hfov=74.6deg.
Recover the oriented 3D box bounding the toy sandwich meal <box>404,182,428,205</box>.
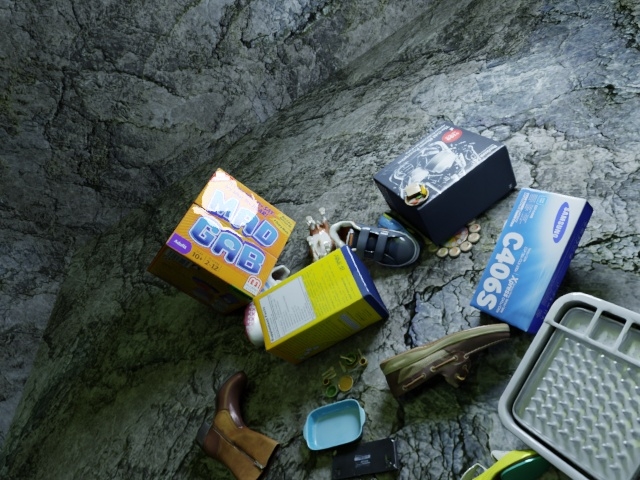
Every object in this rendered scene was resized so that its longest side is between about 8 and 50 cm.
[{"bbox_3d":[0.293,-0.144,1.294,0.085,0.029,0.086,-23,39,20],"label":"toy sandwich meal"}]

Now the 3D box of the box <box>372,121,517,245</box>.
[{"bbox_3d":[0.415,-0.207,1.441,0.343,0.179,0.312,-38,36,-1],"label":"box"}]

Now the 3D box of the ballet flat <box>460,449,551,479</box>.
[{"bbox_3d":[0.366,0.490,0.878,0.231,0.077,0.077,-38,25,2],"label":"ballet flat"}]

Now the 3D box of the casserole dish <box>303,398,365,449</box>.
[{"bbox_3d":[0.042,0.506,1.143,0.188,0.037,0.114,-24,40,18],"label":"casserole dish"}]

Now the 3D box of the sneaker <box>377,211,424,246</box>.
[{"bbox_3d":[0.278,-0.020,1.477,0.209,0.069,0.082,44,114,44],"label":"sneaker"}]

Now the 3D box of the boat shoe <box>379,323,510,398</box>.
[{"bbox_3d":[0.327,0.312,1.072,0.341,0.123,0.123,-23,70,10],"label":"boat shoe"}]

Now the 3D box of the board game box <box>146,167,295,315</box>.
[{"bbox_3d":[-0.382,0.023,1.612,0.356,0.356,0.356,-30,30,53],"label":"board game box"}]

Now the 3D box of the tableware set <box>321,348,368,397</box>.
[{"bbox_3d":[0.071,0.392,1.245,0.154,0.024,0.104,-35,38,3],"label":"tableware set"}]

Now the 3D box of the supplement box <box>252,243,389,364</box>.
[{"bbox_3d":[-0.001,0.208,1.321,0.356,0.195,0.194,-30,53,10],"label":"supplement box"}]

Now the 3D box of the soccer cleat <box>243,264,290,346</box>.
[{"bbox_3d":[-0.188,0.223,1.538,0.143,0.116,0.331,-26,38,27],"label":"soccer cleat"}]

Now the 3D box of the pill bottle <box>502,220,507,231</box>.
[{"bbox_3d":[0.593,-0.003,1.181,0.087,0.087,0.160,-36,39,3],"label":"pill bottle"}]

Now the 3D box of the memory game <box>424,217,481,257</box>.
[{"bbox_3d":[0.433,-0.018,1.381,0.186,0.012,0.186,-22,40,19],"label":"memory game"}]

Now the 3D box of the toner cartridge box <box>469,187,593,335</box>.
[{"bbox_3d":[0.537,0.048,1.080,0.165,0.075,0.348,25,92,48],"label":"toner cartridge box"}]

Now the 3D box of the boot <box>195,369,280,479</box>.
[{"bbox_3d":[-0.230,0.554,1.261,0.280,0.096,0.264,9,57,42],"label":"boot"}]

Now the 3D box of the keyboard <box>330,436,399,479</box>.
[{"bbox_3d":[0.109,0.562,1.046,0.180,0.023,0.108,-23,34,20],"label":"keyboard"}]

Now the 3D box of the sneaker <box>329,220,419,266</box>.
[{"bbox_3d":[0.169,0.011,1.428,0.321,0.127,0.126,14,96,37],"label":"sneaker"}]

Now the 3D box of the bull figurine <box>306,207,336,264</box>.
[{"bbox_3d":[0.000,0.000,1.587,0.101,0.188,0.310,-15,47,1],"label":"bull figurine"}]

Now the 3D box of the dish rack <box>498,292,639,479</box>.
[{"bbox_3d":[0.545,0.296,0.826,0.333,0.072,0.285,-59,35,-1],"label":"dish rack"}]
